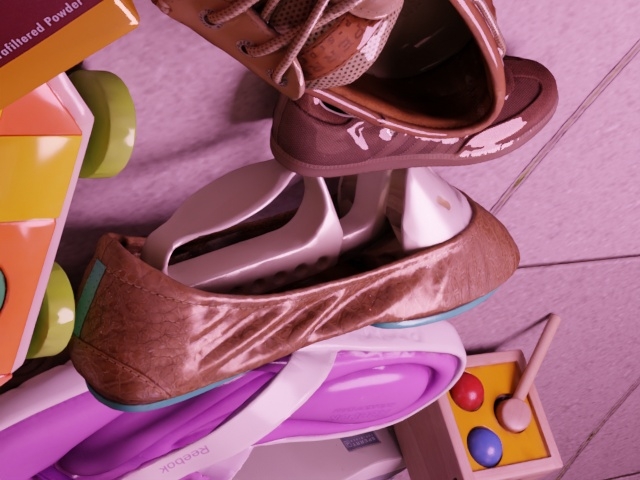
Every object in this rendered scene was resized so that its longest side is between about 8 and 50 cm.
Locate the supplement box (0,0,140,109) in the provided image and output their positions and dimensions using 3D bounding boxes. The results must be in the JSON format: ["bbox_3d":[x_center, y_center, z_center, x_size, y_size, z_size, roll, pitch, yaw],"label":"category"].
[{"bbox_3d":[-0.176,-0.144,0.415,0.129,0.191,0.194,-30,151,7],"label":"supplement box"}]

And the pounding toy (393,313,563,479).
[{"bbox_3d":[0.147,0.146,1.247,0.141,0.130,0.100,-4,157,-34],"label":"pounding toy"}]

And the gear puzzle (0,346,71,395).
[{"bbox_3d":[-0.154,0.067,0.952,0.339,0.044,0.175,-18,149,-19],"label":"gear puzzle"}]

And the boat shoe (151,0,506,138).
[{"bbox_3d":[-0.006,-0.129,0.653,0.122,0.120,0.324,-40,149,24],"label":"boat shoe"}]

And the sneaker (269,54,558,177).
[{"bbox_3d":[0.063,-0.085,0.841,0.188,0.066,0.071,-15,145,-22],"label":"sneaker"}]

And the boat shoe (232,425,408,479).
[{"bbox_3d":[-0.003,0.196,1.240,0.227,0.079,0.081,-4,141,-40],"label":"boat shoe"}]

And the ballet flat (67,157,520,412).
[{"bbox_3d":[0.000,0.000,0.890,0.342,0.116,0.124,-15,124,-32],"label":"ballet flat"}]

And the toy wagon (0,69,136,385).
[{"bbox_3d":[-0.238,0.031,0.705,0.267,0.068,0.344,-4,126,-41],"label":"toy wagon"}]

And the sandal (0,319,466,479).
[{"bbox_3d":[-0.059,0.129,0.980,0.416,0.102,0.169,-11,146,-30],"label":"sandal"}]
